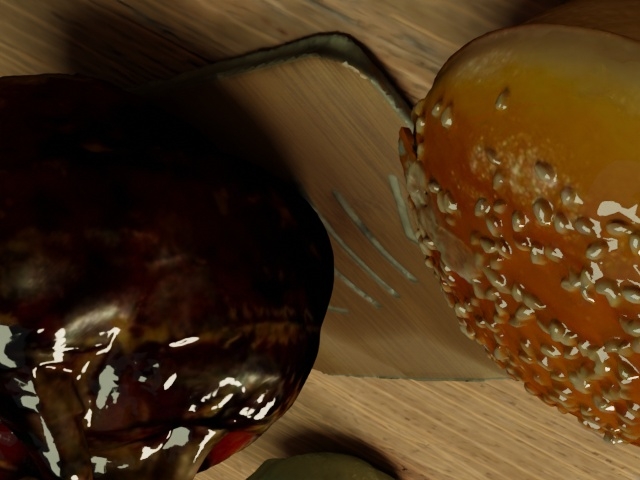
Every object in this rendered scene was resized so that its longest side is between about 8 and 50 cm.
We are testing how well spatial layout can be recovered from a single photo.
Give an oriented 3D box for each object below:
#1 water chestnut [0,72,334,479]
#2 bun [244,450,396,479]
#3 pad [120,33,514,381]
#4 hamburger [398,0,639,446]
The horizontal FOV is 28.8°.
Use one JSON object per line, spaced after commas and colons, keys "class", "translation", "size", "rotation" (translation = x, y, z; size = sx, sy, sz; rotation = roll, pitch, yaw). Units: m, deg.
{"class": "water chestnut", "translation": [-0.137, 0.047, 0.721], "size": [0.289, 0.244, 0.289], "rotation": [25, 150, 16]}
{"class": "bun", "translation": [0.021, 0.272, 1.085], "size": [0.212, 0.126, 0.204], "rotation": [-17, 100, 47]}
{"class": "pad", "translation": [0.000, 0.000, 0.787], "size": [0.284, 0.018, 0.286], "rotation": [-5, 134, 47]}
{"class": "hamburger", "translation": [0.137, -0.003, 0.520], "size": [0.237, 0.147, 0.237], "rotation": [25, 149, 16]}
